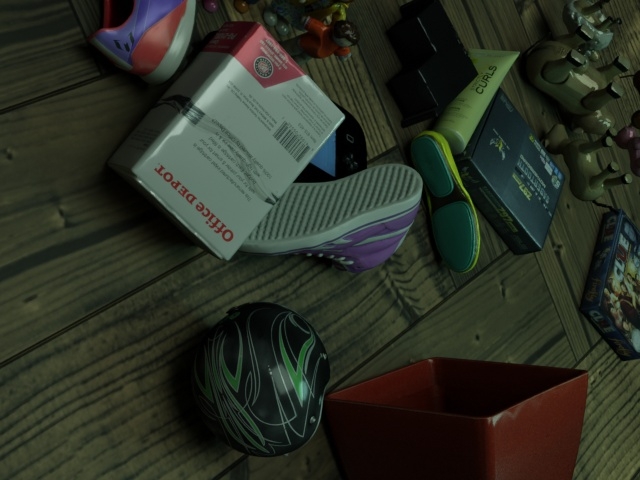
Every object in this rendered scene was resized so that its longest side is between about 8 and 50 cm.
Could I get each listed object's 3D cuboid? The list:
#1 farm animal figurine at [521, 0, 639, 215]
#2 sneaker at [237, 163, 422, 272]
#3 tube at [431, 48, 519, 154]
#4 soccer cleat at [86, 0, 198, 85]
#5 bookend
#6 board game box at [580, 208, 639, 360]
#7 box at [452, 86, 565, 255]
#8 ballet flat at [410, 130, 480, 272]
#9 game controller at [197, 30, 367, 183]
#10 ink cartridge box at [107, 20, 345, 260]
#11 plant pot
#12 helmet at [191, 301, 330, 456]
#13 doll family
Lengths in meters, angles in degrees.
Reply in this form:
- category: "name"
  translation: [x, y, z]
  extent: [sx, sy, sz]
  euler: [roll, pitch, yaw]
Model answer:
- category: "farm animal figurine"
  translation: [0.489, -0.245, 2.114]
  extent: [0.326, 0.172, 0.330]
  euler: [49, 53, -8]
- category: "sneaker"
  translation: [0.001, 0.001, 1.548]
  extent: [0.282, 0.161, 0.102]
  euler: [-11, 53, -19]
- category: "tube"
  translation: [0.249, -0.243, 1.910]
  extent: [0.070, 0.062, 0.240]
  euler: [35, 55, -6]
- category: "soccer cleat"
  translation: [-0.207, -0.352, 1.430]
  extent: [0.116, 0.109, 0.318]
  euler: [24, 64, -36]
- category: "bookend"
  translation: [0.157, -0.286, 1.822]
  extent: [0.156, 0.072, 0.157]
  euler: [59, 45, -16]
- category: "board game box"
  translation: [0.574, 0.083, 2.183]
  extent: [0.165, 0.042, 0.243]
  euler: [45, 49, -28]
- category: "box"
  translation: [0.319, -0.117, 1.956]
  extent: [0.232, 0.059, 0.183]
  euler: [48, 49, -26]
- category: "ballet flat"
  translation: [0.206, -0.065, 1.814]
  extent: [0.077, 0.077, 0.230]
  euler: [-19, 91, -65]
- category: "game controller"
  translation: [-0.048, -0.158, 1.568]
  extent: [0.319, 0.067, 0.166]
  euler: [29, 59, -40]
- category: "ink cartridge box"
  translation: [-0.114, -0.121, 1.393]
  extent: [0.172, 0.100, 0.237]
  euler: [45, 77, -29]
- category: "plant pot"
  translation: [0.194, 0.308, 1.562]
  extent: [0.267, 0.267, 0.235]
  euler: [-12, 99, -48]
- category: "helmet"
  translation: [-0.074, 0.170, 1.371]
  extent: [0.169, 0.169, 0.161]
  euler: [53, 30, -22]
- category: "doll family"
  translation: [-0.043, -0.346, 1.556]
  extent: [0.263, 0.163, 0.118]
  euler: [31, 57, -37]
